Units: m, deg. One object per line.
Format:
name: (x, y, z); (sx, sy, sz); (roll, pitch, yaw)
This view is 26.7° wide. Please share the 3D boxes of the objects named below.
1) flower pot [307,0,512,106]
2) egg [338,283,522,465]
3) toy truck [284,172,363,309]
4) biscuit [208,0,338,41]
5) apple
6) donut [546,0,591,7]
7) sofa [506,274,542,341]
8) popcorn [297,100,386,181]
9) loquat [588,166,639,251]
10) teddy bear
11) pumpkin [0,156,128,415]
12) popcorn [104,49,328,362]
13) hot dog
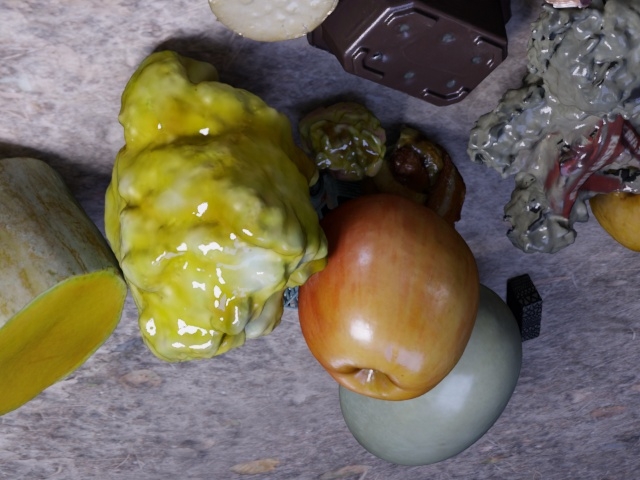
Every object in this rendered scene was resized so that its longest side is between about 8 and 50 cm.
flower pot: (0.115, -0.236, 1.567); (0.251, 0.084, 0.179); (14, 136, -40)
egg: (0.166, 0.205, 2.080); (0.258, 0.258, 0.352); (8, 137, -34)
toy truck: (-0.001, 0.000, 1.829); (0.080, 0.115, 0.178); (10, 136, -36)
biscuit: (-0.050, -0.272, 1.472); (0.152, 0.020, 0.152); (-4, 139, -3)
apple: (0.077, 0.080, 1.682); (0.242, 0.241, 0.242); (8, 141, 6)
donut: (0.262, -0.328, 1.464); (0.065, 0.166, 0.117); (-11, 179, 28)
sofa: (0.332, 0.111, 2.200); (0.039, 0.060, 0.118); (-20, 146, -8)
popcorn: (0.028, -0.126, 1.677); (0.097, 0.109, 0.089); (-61, 166, 3)
loquat: (0.477, -0.078, 1.873); (0.208, 0.208, 0.208); (-13, 147, -8)
teddy bear: (0.342, -0.166, 1.629); (0.357, 0.224, 0.367); (-20, 155, 13)
pumpkin: (-0.392, 0.085, 1.599); (0.332, 0.199, 0.332); (-32, 156, -16)
popcorn: (-0.140, -0.021, 1.558); (0.293, 0.292, 0.334); (-46, 168, -42)
hot dog: (0.135, -0.058, 1.800); (0.146, 0.103, 0.213); (-57, 151, -9)
